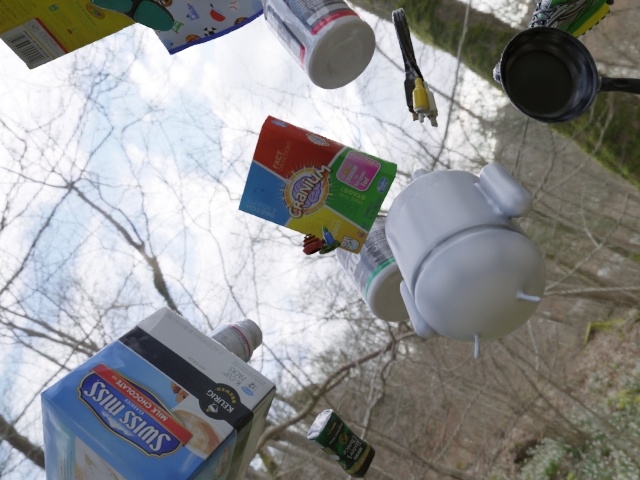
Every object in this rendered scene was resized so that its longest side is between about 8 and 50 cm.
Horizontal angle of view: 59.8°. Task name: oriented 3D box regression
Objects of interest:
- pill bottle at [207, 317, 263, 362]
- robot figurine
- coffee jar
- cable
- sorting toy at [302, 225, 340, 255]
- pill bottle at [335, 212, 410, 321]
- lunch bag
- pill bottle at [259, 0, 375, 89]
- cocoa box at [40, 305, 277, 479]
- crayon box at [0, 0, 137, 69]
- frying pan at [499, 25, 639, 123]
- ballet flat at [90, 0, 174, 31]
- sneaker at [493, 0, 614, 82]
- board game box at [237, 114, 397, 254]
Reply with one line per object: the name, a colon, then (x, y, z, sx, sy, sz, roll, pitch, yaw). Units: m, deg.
pill bottle: (-0.181, 0.206, 1.030, 0.160, 0.087, 0.087, -30, -50, -53)
robot figurine: (0.225, 0.021, 0.901, 0.353, 0.200, 0.300, -107, 35, -52)
coffee jar: (0.060, 0.542, 1.477, 0.079, 0.184, 0.096, -32, 18, 51)
cable: (0.236, -0.405, 1.329, 0.139, 0.072, 0.287, -6, -91, -61)
sorting toy: (0.000, 0.000, 1.167, 0.102, 0.061, 0.042, -4, -118, -54)
pill bottle: (0.164, 0.047, 1.587, 0.361, 0.204, 0.204, -122, 26, -53)
lunch bag: (-0.323, -0.739, 1.511, 0.328, 0.386, 0.238, 53, -139, -42)
pill bottle: (-0.024, -0.512, 1.292, 0.176, 0.318, 0.176, -25, -30, -15)
cocoa box: (-0.250, 0.327, 0.843, 0.228, 0.231, 0.347, -38, -26, -48)
crayon box: (-0.611, -0.549, 1.299, 0.202, 0.319, 0.081, 58, -162, -53)
frying pan: (0.495, -0.330, 1.077, 0.053, 0.326, 0.197, 129, 126, -79)
ballet flat: (-0.425, -0.539, 1.257, 0.203, 0.074, 0.074, 4, -81, -47)
sneaker: (0.573, -0.547, 1.427, 0.343, 0.134, 0.146, -47, -49, 12)
board game box: (-0.013, -0.124, 1.306, 0.064, 0.317, 0.242, -73, 4, -54)
